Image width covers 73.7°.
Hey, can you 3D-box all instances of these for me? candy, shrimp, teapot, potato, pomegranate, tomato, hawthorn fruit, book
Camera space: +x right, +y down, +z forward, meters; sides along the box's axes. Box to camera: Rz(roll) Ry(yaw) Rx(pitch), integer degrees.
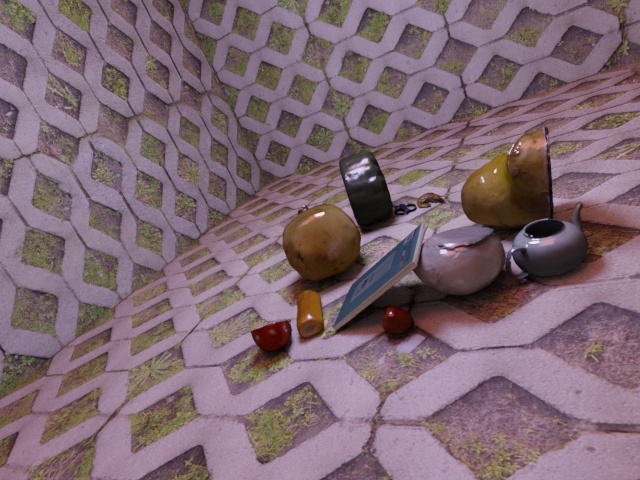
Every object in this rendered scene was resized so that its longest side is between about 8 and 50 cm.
[{"bbox_3d":[0.411,0.064,1.279,0.295,0.185,0.295,-17,6,2],"label":"candy"},{"bbox_3d":[0.514,-0.191,2.015,0.095,0.045,0.162,-31,23,-18],"label":"shrimp"},{"bbox_3d":[0.644,0.013,1.213,0.294,0.129,0.193,-28,19,-12],"label":"teapot"},{"bbox_3d":[0.607,-0.169,1.420,0.296,0.290,0.397,-6,-15,28],"label":"potato"},{"bbox_3d":[0.000,0.000,1.743,0.332,0.332,0.332,-22,20,8],"label":"pomegranate"},{"bbox_3d":[-0.155,0.322,1.426,0.139,0.091,0.159,-16,-8,-4],"label":"tomato"},{"bbox_3d":[0.227,0.234,1.230,0.093,0.081,0.081,14,32,14],"label":"hawthorn fruit"},{"bbox_3d":[0.190,0.116,1.374,0.379,0.031,0.264,-46,5,34],"label":"book"}]

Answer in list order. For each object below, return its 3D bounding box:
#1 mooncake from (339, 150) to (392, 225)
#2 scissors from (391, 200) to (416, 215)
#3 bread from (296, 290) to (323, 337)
[{"bbox_3d":[0.224,-0.256,2.072,0.194,0.356,0.356,-16,21,8],"label":"mooncake"},{"bbox_3d":[0.389,-0.176,2.160,0.109,0.022,0.300,-23,18,-6],"label":"scissors"},{"bbox_3d":[-0.042,0.247,1.503,0.093,0.074,0.239,-28,19,6],"label":"bread"}]
